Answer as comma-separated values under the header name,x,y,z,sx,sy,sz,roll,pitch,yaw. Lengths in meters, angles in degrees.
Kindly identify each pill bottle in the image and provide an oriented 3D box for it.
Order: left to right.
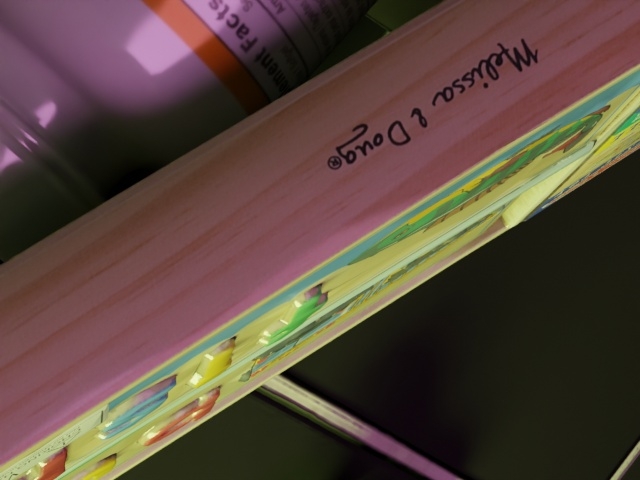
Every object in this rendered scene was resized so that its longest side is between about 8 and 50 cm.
name,x,y,z,sx,sy,sz,roll,pitch,yaw
pill bottle,-0.046,-0.108,0.594,0.246,0.136,0.136,-48,145,-5

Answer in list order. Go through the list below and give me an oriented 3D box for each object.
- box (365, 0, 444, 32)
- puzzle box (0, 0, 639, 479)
name,x,y,z,sx,sy,sz,roll,pitch,yaw
box,0.133,-0.179,0.772,0.275,0.094,0.113,-31,141,-29
puzzle box,0.000,0.000,0.657,0.409,0.052,0.272,-32,173,-14
